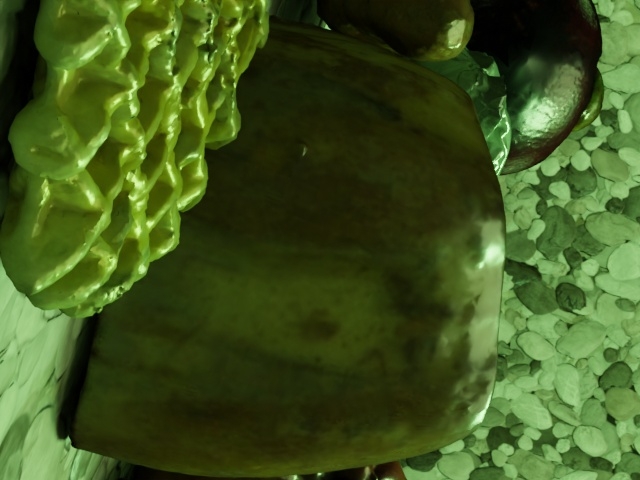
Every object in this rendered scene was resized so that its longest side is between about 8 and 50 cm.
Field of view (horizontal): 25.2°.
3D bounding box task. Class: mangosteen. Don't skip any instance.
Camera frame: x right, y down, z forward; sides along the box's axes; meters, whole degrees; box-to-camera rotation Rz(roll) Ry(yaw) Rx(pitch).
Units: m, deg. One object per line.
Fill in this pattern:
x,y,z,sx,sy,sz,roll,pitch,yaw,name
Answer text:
0.223,-0.221,1.757,0.297,0.293,0.297,-160,-90,-83,mangosteen

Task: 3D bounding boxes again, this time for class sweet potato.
0.044,-0.185,1.044,0.095,0.106,0.354,62,9,-21,sweet potato

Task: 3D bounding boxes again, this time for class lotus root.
0.000,0.000,0.941,0.316,0.250,0.316,11,90,-86,lotus root

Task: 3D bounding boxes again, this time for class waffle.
-0.075,-0.086,0.655,0.261,0.056,0.250,-43,153,-78,waffle

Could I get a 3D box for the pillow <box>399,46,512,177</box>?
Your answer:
0.039,-0.056,1.188,0.310,0.138,0.283,-64,-159,24,pillow

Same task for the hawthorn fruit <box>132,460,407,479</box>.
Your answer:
-0.058,0.270,1.202,0.298,0.277,0.277,-49,-171,40,hawthorn fruit
